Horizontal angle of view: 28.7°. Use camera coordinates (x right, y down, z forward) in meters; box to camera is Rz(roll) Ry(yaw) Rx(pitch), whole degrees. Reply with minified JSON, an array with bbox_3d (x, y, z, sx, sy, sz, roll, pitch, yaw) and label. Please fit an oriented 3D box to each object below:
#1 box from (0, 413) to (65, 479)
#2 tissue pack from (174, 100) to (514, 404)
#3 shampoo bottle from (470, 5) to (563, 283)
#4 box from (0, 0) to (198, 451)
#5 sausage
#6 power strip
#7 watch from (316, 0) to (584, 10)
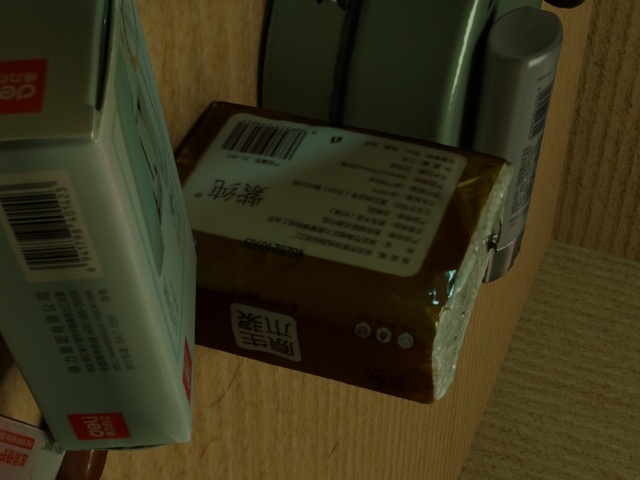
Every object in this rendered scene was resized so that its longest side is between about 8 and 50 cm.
[{"bbox_3d":[-0.187,0.131,0.654,0.125,0.043,0.089,51,56,-71],"label":"box"},{"bbox_3d":[0.000,0.000,0.840,0.092,0.226,0.183,86,23,-48],"label":"tissue pack"},{"bbox_3d":[0.151,-0.074,1.022,0.086,0.056,0.227,-53,156,-43],"label":"shampoo bottle"},{"bbox_3d":[-0.118,-0.012,0.628,0.269,0.079,0.135,84,3,-53],"label":"box"},{"bbox_3d":[-0.145,0.098,0.781,0.041,0.039,0.131,-8,113,-81],"label":"sausage"},{"bbox_3d":[0.081,-0.177,1.087,0.357,0.161,0.357,17,90,-75],"label":"power strip"},{"bbox_3d":[0.099,-0.275,0.726,0.327,0.314,0.335,-30,109,-36],"label":"watch"}]
